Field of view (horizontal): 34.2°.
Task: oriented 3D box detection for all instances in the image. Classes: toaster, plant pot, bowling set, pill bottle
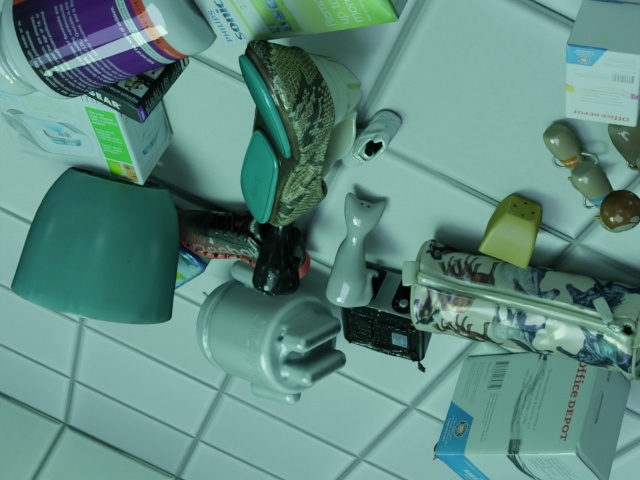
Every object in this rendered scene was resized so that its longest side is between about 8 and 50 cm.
[{"bbox_3d":[0.132,0.140,1.957,0.168,0.110,0.185,15,146,17],"label":"toaster"},{"bbox_3d":[0.307,-0.022,1.640,0.082,0.081,0.083,21,136,6],"label":"plant pot"},{"bbox_3d":[0.424,-0.063,1.399,0.287,0.199,0.154,-5,138,45],"label":"bowling set"},{"bbox_3d":[-0.315,-0.309,1.463,0.323,0.181,0.181,-15,133,22],"label":"pill bottle"},{"bbox_3d":[-0.388,-0.002,1.878,0.293,0.235,0.293,13,-174,-1],"label":"plant pot"}]

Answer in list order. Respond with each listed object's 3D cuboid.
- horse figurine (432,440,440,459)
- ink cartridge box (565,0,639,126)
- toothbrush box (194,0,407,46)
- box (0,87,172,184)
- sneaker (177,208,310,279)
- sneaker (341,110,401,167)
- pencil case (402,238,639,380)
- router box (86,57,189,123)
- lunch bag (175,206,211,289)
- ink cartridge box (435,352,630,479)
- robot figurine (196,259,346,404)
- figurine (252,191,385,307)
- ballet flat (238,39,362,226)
[{"bbox_3d":[0.343,0.425,2.271,0.175,0.066,0.263,12,148,9],"label":"horse figurine"},{"bbox_3d":[0.363,-0.216,1.308,0.092,0.089,0.143,12,147,20],"label":"ink cartridge box"},{"bbox_3d":[-0.042,-0.375,1.323,0.283,0.122,0.206,1,141,35],"label":"toothbrush box"},{"bbox_3d":[-0.410,-0.239,1.764,0.262,0.126,0.231,16,148,15],"label":"box"},{"bbox_3d":[-0.148,-0.014,1.936,0.276,0.097,0.135,18,147,7],"label":"sneaker"},{"bbox_3d":[0.069,-0.147,1.633,0.054,0.061,0.152,31,149,-13],"label":"sneaker"},{"bbox_3d":[0.343,0.110,1.723,0.411,0.159,0.183,12,162,19],"label":"pencil case"},{"bbox_3d":[-0.314,-0.276,1.608,0.179,0.133,0.046,28,157,14],"label":"router box"},{"bbox_3d":[-0.326,0.016,2.108,0.176,0.090,0.219,41,143,-18],"label":"lunch bag"},{"bbox_3d":[0.398,0.334,1.952,0.308,0.223,0.129,-11,134,43],"label":"ink cartridge box"},{"bbox_3d":[-0.110,0.184,2.068,0.354,0.200,0.299,11,113,46],"label":"robot figurine"},{"bbox_3d":[0.000,0.000,1.809,0.215,0.092,0.209,10,118,-1],"label":"figurine"},{"bbox_3d":[-0.027,-0.172,1.532,0.164,0.182,0.483,61,167,18],"label":"ballet flat"}]
